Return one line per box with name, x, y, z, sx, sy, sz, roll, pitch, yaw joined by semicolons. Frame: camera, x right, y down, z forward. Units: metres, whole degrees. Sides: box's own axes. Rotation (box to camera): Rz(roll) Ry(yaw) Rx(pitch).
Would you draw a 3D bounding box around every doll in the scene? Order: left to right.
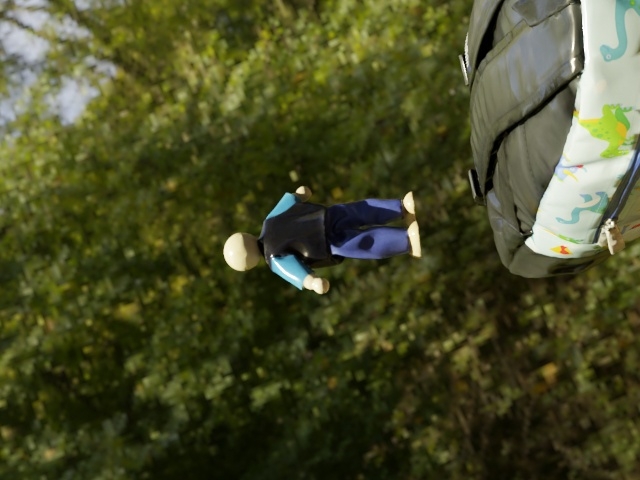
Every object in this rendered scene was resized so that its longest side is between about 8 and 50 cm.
doll;0.000;0.000;1.283;0.189;0.129;0.046;-7;-38;3

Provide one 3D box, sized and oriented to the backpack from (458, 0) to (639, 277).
backpack;0.223;-0.149;1.004;0.273;0.290;0.355;-4;-18;13
